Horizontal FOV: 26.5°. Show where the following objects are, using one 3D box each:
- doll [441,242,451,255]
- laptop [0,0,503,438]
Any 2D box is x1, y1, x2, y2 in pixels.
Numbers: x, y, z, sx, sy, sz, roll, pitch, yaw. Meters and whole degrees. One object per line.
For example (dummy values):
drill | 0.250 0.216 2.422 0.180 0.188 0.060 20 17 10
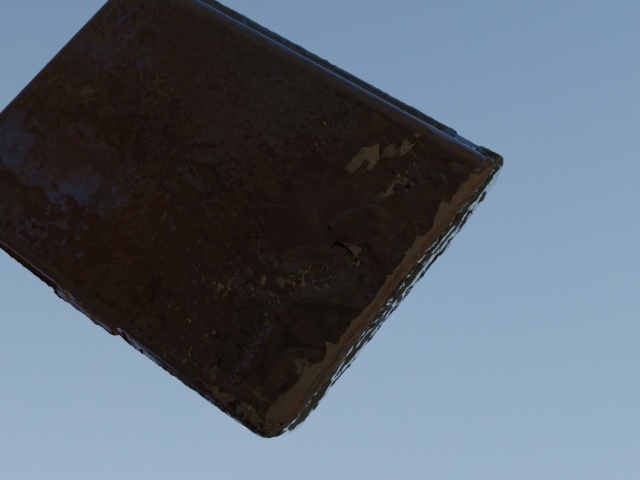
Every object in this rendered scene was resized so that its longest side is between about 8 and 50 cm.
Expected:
doll | 0.000 0.000 0.857 0.158 0.159 0.059 -24 -52 12
laptop | -0.048 -0.024 0.576 0.154 0.207 0.026 -51 -28 -15
